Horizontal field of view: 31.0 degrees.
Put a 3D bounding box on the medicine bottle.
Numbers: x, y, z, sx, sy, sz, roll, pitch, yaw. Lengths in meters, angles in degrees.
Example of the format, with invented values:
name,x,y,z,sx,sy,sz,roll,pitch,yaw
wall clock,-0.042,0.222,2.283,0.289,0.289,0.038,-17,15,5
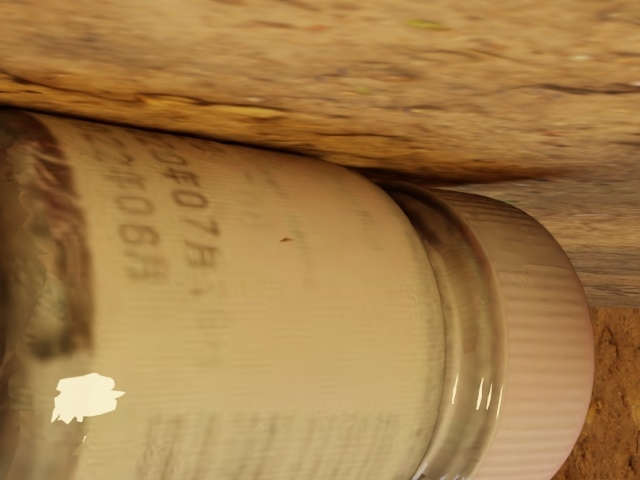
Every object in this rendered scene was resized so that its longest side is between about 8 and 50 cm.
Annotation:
name,x,y,z,sx,sy,sz,roll,pitch,yaw
medicine bottle,-0.031,0.044,0.463,0.273,0.165,0.165,6,175,-41
